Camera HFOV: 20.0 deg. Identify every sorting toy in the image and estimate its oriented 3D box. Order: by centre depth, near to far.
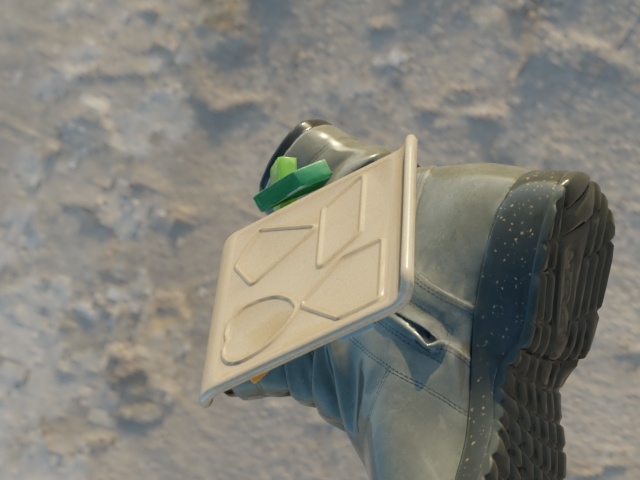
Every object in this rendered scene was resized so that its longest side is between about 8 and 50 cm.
[{"bbox_3d":[0.000,0.000,0.427,0.062,0.012,0.083,-30,30,25],"label":"sorting toy"}]

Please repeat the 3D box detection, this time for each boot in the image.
[{"bbox_3d":[0.022,0.074,0.776,0.161,0.083,0.246,9,78,35],"label":"boot"}]
